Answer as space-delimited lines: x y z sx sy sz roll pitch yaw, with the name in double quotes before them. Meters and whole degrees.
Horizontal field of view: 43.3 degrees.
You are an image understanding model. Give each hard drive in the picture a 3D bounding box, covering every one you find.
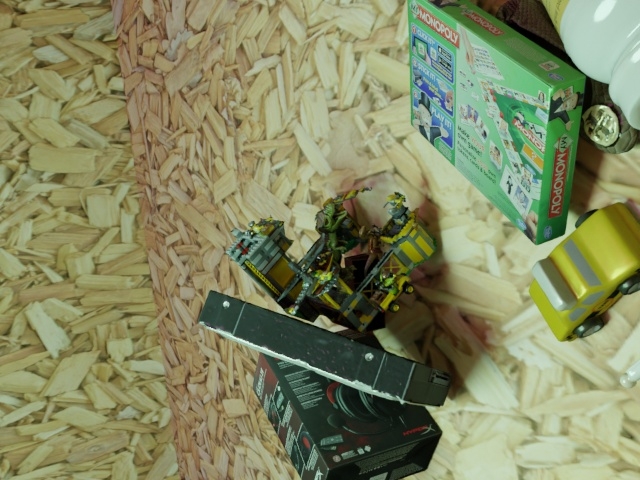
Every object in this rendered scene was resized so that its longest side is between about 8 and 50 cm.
"hard drive" 0.013 0.168 1.227 0.339 0.237 0.064 16 84 24

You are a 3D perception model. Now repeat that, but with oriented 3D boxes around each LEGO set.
"LEGO set" 0.000 0.000 1.275 0.192 0.255 0.331 47 171 -23

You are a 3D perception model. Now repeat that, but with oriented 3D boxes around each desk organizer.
"desk organizer" 0.079 0.092 1.412 0.050 0.047 0.130 12 110 59

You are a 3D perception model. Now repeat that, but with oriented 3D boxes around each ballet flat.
"ballet flat" 0.271 -0.192 0.920 0.249 0.058 0.084 63 148 31

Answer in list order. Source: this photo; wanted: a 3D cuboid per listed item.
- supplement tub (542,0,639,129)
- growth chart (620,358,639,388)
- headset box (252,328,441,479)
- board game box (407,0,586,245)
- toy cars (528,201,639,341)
"supplement tub" 0.283 -0.275 0.678 0.228 0.228 0.316 -49 55 57
"growth chart" 0.397 0.179 0.753 0.237 0.021 0.172 49 144 8
"headset box" 0.030 0.278 1.379 0.293 0.218 0.110 55 143 41
"board game box" 0.201 -0.168 1.000 0.317 0.046 0.213 -124 22 -47
"toy cars" 0.340 0.053 0.838 0.394 0.087 0.176 8 107 62
